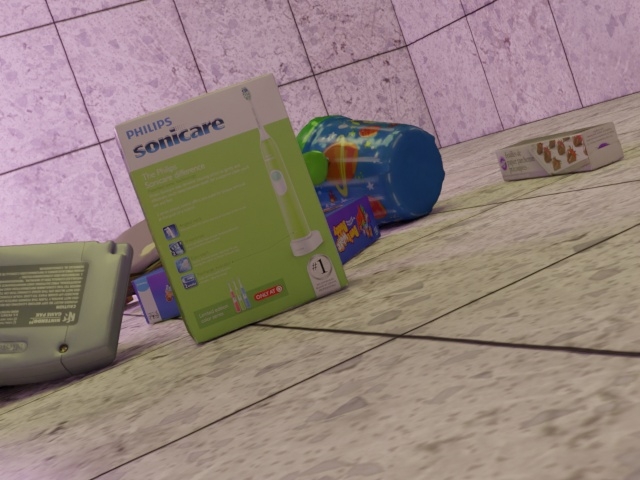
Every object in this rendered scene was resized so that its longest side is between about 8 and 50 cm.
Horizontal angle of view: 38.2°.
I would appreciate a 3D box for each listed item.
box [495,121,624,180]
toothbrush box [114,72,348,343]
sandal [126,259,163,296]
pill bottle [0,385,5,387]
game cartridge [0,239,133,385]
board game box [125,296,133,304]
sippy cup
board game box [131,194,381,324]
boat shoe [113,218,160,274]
[{"bbox_3d":[0.403,-0.149,1.595,0.067,0.063,0.324,-19,5,-14],"label":"box"},{"bbox_3d":[-0.116,-0.040,1.172,0.206,0.283,0.122,-22,6,-12],"label":"toothbrush box"},{"bbox_3d":[-0.343,0.088,1.883,0.219,0.060,0.090,-22,-19,-44],"label":"sandal"},{"bbox_3d":[-0.503,0.144,1.363,0.283,0.160,0.160,-20,5,-4],"label":"pill bottle"},{"bbox_3d":[-0.409,0.097,1.249,0.297,0.198,0.062,-3,-30,8],"label":"game cartridge"},{"bbox_3d":[-0.521,0.159,1.987,0.259,0.039,0.124,-21,5,16],"label":"board game box"},{"bbox_3d":[0.096,-0.122,1.701,0.224,0.240,0.305,1,36,44],"label":"sippy cup"},{"bbox_3d":[-0.100,0.030,1.520,0.347,0.078,0.233,-17,6,24],"label":"board game box"},{"bbox_3d":[-0.309,0.013,1.987,0.340,0.158,0.127,-40,42,-13],"label":"boat shoe"}]
